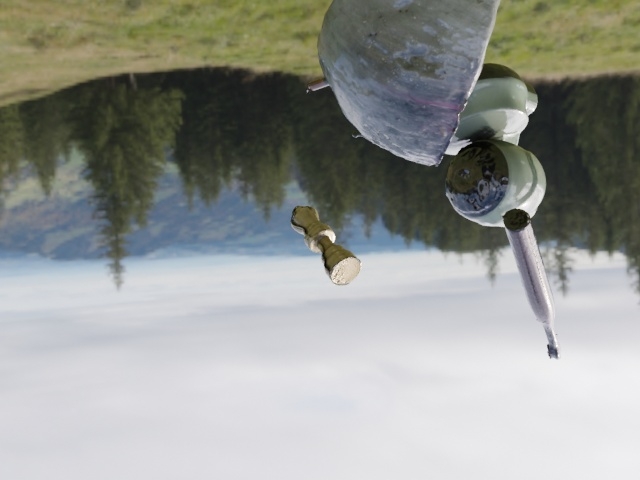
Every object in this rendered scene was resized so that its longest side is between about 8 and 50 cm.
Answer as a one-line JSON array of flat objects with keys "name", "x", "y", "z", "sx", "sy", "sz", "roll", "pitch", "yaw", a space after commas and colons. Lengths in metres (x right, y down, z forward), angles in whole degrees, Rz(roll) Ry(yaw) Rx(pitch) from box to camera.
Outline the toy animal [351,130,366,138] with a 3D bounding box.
[{"name": "toy animal", "x": 0.202, "y": -0.256, "z": 1.662, "sx": 0.269, "sy": 0.137, "sz": 0.082, "roll": -44, "pitch": -163, "yaw": 2}]

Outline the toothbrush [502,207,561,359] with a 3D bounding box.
[{"name": "toothbrush", "x": 0.312, "y": 0.075, "z": 1.198, "sx": 0.041, "sy": 0.040, "sz": 0.364, "roll": -3, "pitch": 143, "yaw": 24}]

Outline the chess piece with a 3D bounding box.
[{"name": "chess piece", "x": 0.000, "y": -0.001, "z": 1.351, "sx": 0.060, "sy": 0.060, "sz": 0.172, "roll": -5, "pitch": -142, "yaw": -32}]

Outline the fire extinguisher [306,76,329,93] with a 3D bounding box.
[{"name": "fire extinguisher", "x": -0.004, "y": -0.337, "z": 1.811, "sx": 0.022, "sy": 0.028, "sz": 0.083, "roll": 25, "pitch": 162, "yaw": -33}]

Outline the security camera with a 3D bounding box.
[{"name": "security camera", "x": 0.296, "y": -0.152, "z": 1.490, "sx": 0.191, "sy": 0.277, "sz": 0.197, "roll": 6, "pitch": 154, "yaw": -44}]

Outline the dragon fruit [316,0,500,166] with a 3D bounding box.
[{"name": "dragon fruit", "x": 0.100, "y": -0.244, "z": 1.115, "sx": 0.221, "sy": 0.204, "sz": 0.283, "roll": 24, "pitch": 140, "yaw": 3}]
